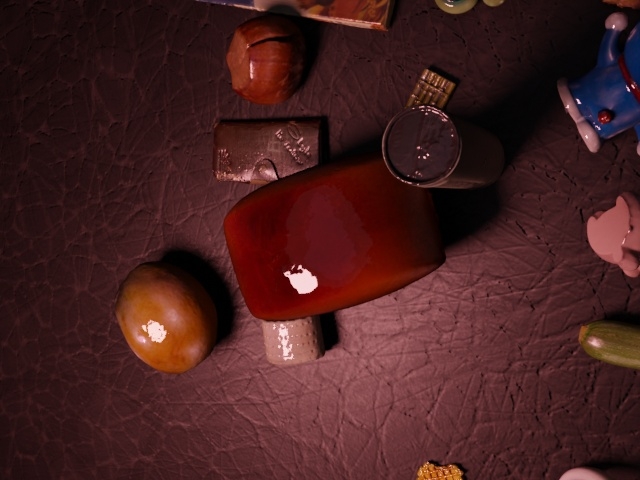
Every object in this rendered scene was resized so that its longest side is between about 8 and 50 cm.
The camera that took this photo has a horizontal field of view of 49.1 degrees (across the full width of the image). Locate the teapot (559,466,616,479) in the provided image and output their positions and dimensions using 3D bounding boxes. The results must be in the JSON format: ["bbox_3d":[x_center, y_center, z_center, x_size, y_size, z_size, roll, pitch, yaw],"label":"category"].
[{"bbox_3d":[0.450,0.570,1.079,0.280,0.252,0.424,-36,58,58],"label":"teapot"}]

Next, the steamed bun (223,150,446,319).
[{"bbox_3d":[0.000,0.000,1.143,0.379,0.248,0.235,-17,90,37],"label":"steamed bun"}]

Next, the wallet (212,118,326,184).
[{"bbox_3d":[-0.099,-0.164,1.311,0.232,0.031,0.122,3,96,22],"label":"wallet"}]

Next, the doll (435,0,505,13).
[{"bbox_3d":[0.276,-0.480,1.033,0.322,0.186,0.199,-38,82,25],"label":"doll"}]

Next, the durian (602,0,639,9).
[{"bbox_3d":[0.510,-0.382,0.992,0.182,0.165,0.132,39,144,37],"label":"durian"}]

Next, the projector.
[{"bbox_3d":[0.192,-0.128,1.029,0.108,0.337,0.108,2,94,24],"label":"projector"}]

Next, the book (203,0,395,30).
[{"bbox_3d":[-0.051,-0.553,1.237,0.427,0.039,0.300,15,102,20],"label":"book"}]

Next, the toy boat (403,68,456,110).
[{"bbox_3d":[0.178,-0.229,1.195,0.063,0.016,0.115,31,107,16],"label":"toy boat"}]

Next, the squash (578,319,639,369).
[{"bbox_3d":[0.513,0.166,1.076,0.219,0.068,0.077,4,117,22],"label":"squash"}]

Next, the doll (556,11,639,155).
[{"bbox_3d":[0.478,-0.235,1.009,0.256,0.161,0.215,-26,105,39],"label":"doll"}]

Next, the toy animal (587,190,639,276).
[{"bbox_3d":[0.515,0.007,1.050,0.212,0.124,0.124,16,105,-13],"label":"toy animal"}]

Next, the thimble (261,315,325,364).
[{"bbox_3d":[-0.050,0.181,1.298,0.115,0.102,0.090,-5,96,52],"label":"thimble"}]

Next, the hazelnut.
[{"bbox_3d":[-0.093,-0.319,1.243,0.143,0.143,0.154,8,107,22],"label":"hazelnut"}]

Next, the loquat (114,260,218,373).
[{"bbox_3d":[-0.298,0.145,1.360,0.179,0.179,0.227,-33,87,23],"label":"loquat"}]

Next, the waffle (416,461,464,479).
[{"bbox_3d":[0.216,0.433,1.264,0.085,0.016,0.078,14,101,21],"label":"waffle"}]
